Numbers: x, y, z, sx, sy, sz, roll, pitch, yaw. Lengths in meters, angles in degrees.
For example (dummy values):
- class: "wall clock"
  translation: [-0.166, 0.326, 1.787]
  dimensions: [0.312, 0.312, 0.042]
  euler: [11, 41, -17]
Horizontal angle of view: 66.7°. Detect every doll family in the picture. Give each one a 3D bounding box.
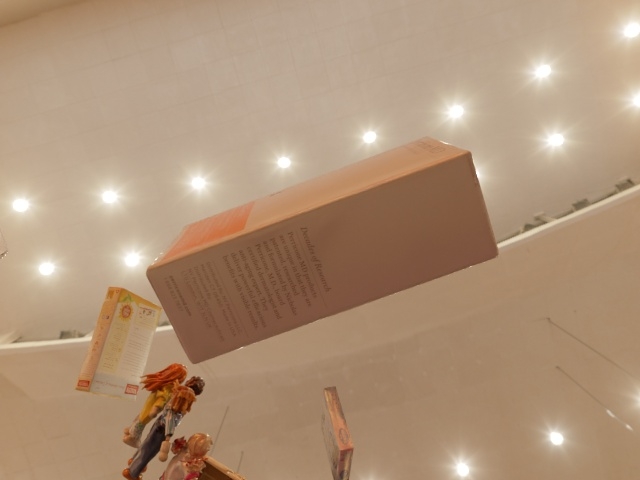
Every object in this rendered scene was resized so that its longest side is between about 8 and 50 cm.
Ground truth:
- class: "doll family"
  translation: [-0.259, 0.297, 0.799]
  dimensions: [0.118, 0.263, 0.163]
  euler: [35, -88, -23]

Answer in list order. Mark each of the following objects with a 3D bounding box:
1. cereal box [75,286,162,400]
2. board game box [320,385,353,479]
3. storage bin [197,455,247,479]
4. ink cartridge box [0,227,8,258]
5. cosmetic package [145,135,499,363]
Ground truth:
- class: "cereal box"
  translation: [-0.476, 0.251, 1.166]
  dimensions: [0.047, 0.173, 0.240]
  euler: [3, -114, 18]
- class: "board game box"
  translation: [0.020, 0.255, 0.635]
  dimensions: [0.020, 0.090, 0.090]
  euler: [-6, -52, -11]
- class: "storage bin"
  translation: [-0.243, 0.668, 1.100]
  dimensions: [0.262, 0.123, 0.260]
  euler: [22, -115, 21]
- class: "ink cartridge box"
  translation: [-0.513, -0.020, 0.537]
  dimensions: [0.233, 0.168, 0.171]
  euler: [-17, -76, -19]
- class: "cosmetic package"
  translation: [0.000, 0.000, 0.748]
  dimensions: [0.453, 0.230, 0.161]
  euler: [-20, -74, 3]
